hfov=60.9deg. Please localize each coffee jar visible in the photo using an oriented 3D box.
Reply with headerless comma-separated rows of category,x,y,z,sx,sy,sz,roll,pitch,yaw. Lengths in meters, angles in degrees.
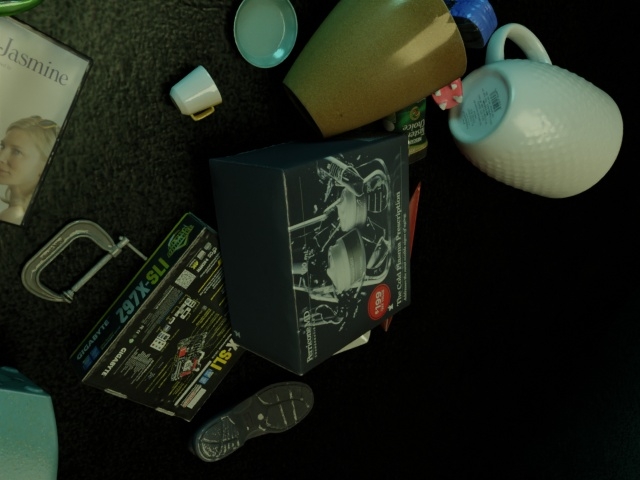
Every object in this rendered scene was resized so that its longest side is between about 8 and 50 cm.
coffee jar,0.170,-0.244,1.113,0.096,0.079,0.184,-27,128,-26

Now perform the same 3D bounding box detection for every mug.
mug,0.456,-0.304,1.222,0.328,0.276,0.373,9,76,-35
mug,-0.192,-0.218,0.838,0.064,0.062,0.078,-34,124,-12

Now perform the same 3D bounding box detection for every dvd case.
dvd case,-0.415,-0.155,0.681,0.180,0.022,0.252,22,90,-48

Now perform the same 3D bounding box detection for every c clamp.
c clamp,-0.370,0.040,0.851,0.161,0.022,0.137,-42,133,-15

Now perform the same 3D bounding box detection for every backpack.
backpack,0.287,-0.441,1.077,0.098,0.120,0.101,35,88,-44

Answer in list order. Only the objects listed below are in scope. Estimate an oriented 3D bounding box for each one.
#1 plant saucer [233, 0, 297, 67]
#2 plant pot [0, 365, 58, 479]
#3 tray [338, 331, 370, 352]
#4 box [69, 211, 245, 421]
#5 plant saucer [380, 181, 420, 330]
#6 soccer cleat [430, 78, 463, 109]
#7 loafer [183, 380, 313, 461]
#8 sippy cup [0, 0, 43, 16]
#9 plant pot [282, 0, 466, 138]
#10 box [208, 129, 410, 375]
plant saucer,-0.092,-0.342,0.880,0.119,0.021,0.119,-20,125,-32
plant pot,-0.504,0.296,0.731,0.248,0.247,0.252,30,75,-45
tray,0.068,0.138,1.269,0.145,0.030,0.270,-12,120,-36
box,-0.238,0.147,0.983,0.322,0.079,0.257,-53,137,-5
plant saucer,0.164,0.025,1.202,0.258,0.048,0.258,-52,148,-59
soccer cleat,0.227,-0.377,1.092,0.083,0.095,0.248,-21,130,14
loafer,-0.154,0.380,1.187,0.303,0.095,0.108,-14,91,-40
sippy cup,-0.349,-0.396,0.509,0.224,0.305,0.240,3,155,-30
plant pot,0.069,-0.298,0.921,0.254,0.237,0.237,-37,133,0
box,0.000,0.000,0.961,0.313,0.179,0.342,-24,118,-41
